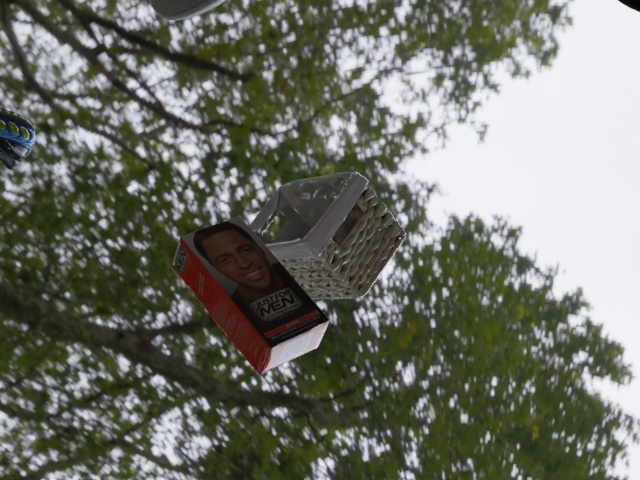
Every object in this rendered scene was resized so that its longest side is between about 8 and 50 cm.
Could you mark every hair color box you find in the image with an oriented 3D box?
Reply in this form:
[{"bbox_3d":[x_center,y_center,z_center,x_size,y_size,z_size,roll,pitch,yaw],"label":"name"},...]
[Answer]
[{"bbox_3d":[-0.065,0.047,0.966,0.072,0.043,0.141,-23,-122,-38],"label":"hair color box"}]

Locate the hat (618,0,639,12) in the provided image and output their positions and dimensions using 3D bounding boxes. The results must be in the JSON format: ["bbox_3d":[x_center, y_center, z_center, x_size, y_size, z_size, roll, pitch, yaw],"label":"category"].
[{"bbox_3d":[0.358,-0.359,0.954,0.134,0.331,0.331,-5,-125,-36],"label":"hat"}]

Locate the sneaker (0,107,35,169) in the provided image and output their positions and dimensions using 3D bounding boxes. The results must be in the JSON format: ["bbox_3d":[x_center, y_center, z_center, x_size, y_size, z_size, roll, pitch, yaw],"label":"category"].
[{"bbox_3d":[-0.423,-0.125,1.219,0.188,0.078,0.067,17,-151,-26],"label":"sneaker"}]

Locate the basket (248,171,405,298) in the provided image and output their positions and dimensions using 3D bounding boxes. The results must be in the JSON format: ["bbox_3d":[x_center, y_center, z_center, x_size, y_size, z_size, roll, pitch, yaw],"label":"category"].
[{"bbox_3d":[0.000,0.000,1.222,0.113,0.103,0.167,-54,-156,-23],"label":"basket"}]

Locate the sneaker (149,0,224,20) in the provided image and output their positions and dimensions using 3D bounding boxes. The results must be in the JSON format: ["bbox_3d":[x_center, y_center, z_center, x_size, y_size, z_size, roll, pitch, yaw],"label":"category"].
[{"bbox_3d":[-0.078,-0.341,1.263,0.256,0.151,0.094,-36,-98,18],"label":"sneaker"}]
